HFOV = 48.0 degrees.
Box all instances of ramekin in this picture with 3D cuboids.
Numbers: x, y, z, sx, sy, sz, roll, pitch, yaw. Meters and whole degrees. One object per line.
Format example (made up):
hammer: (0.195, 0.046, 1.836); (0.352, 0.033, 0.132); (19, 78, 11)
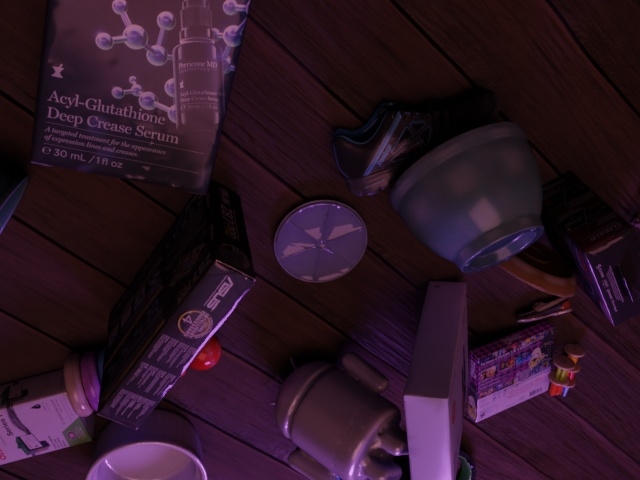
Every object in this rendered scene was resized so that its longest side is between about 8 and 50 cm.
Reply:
ramekin: (-0.410, 0.532, 1.708); (0.277, 0.135, 0.277); (-5, 121, -8)

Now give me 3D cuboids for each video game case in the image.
video game case: (0.469, 0.323, 1.773); (0.232, 0.042, 0.210); (-18, 124, -20)

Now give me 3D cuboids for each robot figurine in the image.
robot figurine: (0.040, 0.405, 1.624); (0.300, 0.353, 0.200); (-61, 151, -3)

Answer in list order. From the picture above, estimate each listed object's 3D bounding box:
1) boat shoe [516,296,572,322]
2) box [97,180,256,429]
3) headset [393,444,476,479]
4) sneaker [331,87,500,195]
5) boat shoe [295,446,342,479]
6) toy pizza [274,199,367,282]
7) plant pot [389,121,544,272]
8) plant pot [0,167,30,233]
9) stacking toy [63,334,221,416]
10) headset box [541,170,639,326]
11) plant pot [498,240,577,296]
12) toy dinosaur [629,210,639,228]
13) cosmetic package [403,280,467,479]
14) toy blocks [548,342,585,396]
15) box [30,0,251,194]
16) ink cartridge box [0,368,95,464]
boat shoe: (0.535, 0.166, 1.730); (0.137, 0.049, 0.043); (-15, 79, 1)
box: (-0.283, 0.111, 1.380); (0.097, 0.318, 0.395); (31, 110, -24)
headset: (0.247, 0.697, 1.900); (0.394, 0.185, 0.243); (-32, 121, -5)
sneaker: (0.185, -0.215, 1.393); (0.341, 0.125, 0.139); (-28, 116, 4)
boat shoe: (0.012, 0.613, 1.871); (0.089, 0.109, 0.258); (-20, 105, 9)
toy pizza: (0.000, 0.000, 1.536); (0.201, 0.032, 0.201); (-4, 120, -7)
plant pot: (0.305, -0.060, 1.382); (0.293, 0.196, 0.293); (-21, 159, -8)
plant pot: (-0.735, -0.052, 1.211); (0.334, 0.341, 0.341); (31, 110, -17)
stacking toy: (-0.379, 0.278, 1.576); (0.330, 0.141, 0.141); (-13, 122, -9)
headset box: (0.575, 0.019, 1.504); (0.110, 0.293, 0.218); (-29, 122, 7)
plant pot: (0.442, 0.035, 1.520); (0.236, 0.236, 0.032); (18, 115, -20)
toy dinosaur: (0.809, -0.050, 1.569); (0.200, 0.127, 0.295); (17, 96, 0)
cosmetic package: (0.261, 0.310, 1.565); (0.097, 0.377, 0.284); (0, 123, 17)
toy blocks: (0.611, 0.348, 1.815); (0.123, 0.054, 0.148); (-29, 133, -45)
box: (-0.293, -0.313, 1.193); (0.293, 0.212, 0.395); (10, 117, -15)
ink cartridge box: (-0.640, 0.394, 1.607); (0.219, 0.092, 0.160); (-15, 121, -2)
